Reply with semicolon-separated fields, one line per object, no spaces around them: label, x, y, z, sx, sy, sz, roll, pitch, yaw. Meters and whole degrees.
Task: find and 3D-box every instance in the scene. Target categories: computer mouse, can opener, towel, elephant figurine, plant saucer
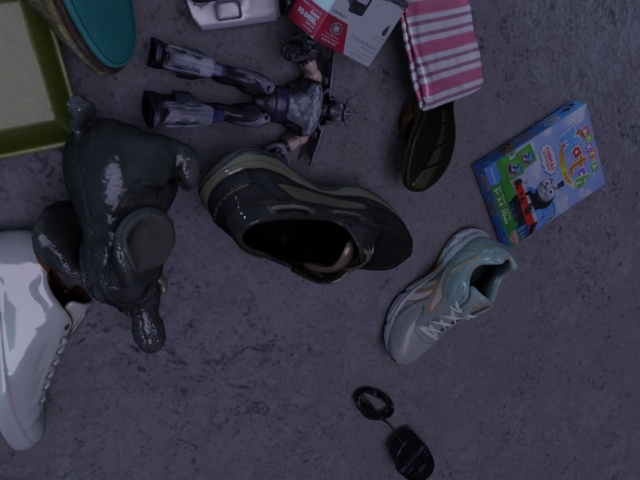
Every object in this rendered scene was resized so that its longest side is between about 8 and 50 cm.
computer mouse;0.128;0.344;1.077;0.071;0.041;0.242;-40;112;-15
can opener;-0.025;-0.312;0.738;0.284;0.095;0.075;-15;114;-18
towel;0.166;-0.287;0.825;0.144;0.029;0.197;-28;111;-36
elephant figurine;-0.227;-0.002;0.684;0.186;0.169;0.239;15;74;-28
plant saucer;-0.379;-0.184;0.663;0.189;0.045;0.188;-15;114;-17

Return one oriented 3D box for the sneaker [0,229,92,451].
sneaker;-0.346;0.129;0.754;0.123;0.106;0.290;-4;108;-19

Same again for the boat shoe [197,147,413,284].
boat shoe;0.000;0.000;0.803;0.355;0.130;0.132;15;130;-40

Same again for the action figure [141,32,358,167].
action figure;-0.075;-0.175;0.768;0.285;0.099;0.185;2;101;-27

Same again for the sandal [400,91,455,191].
sandal;0.149;-0.180;0.884;0.090;0.060;0.219;0;94;-38

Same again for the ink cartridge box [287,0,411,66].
ink cartridge box;0.050;-0.300;0.715;0.109;0.063;0.150;10;123;-46

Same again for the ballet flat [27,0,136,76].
ballet flat;-0.278;-0.328;0.573;0.123;0.123;0.348;-22;131;-14

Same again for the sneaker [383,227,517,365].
sneaker;0.206;0.101;0.969;0.099;0.121;0.262;34;93;-28

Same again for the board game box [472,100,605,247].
board game box;0.369;-0.110;1.010;0.212;0.039;0.160;-33;117;-10

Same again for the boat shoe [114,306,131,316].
boat shoe;-0.257;0.069;0.804;0.049;0.056;0.152;-17;105;-11
